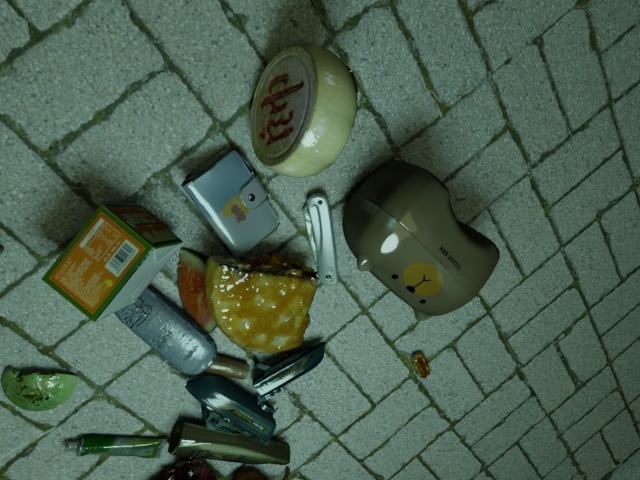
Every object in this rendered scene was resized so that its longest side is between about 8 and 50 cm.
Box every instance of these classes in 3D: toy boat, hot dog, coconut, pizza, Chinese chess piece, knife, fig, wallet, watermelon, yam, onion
[{"bbox_3d":[-0.090,0.352,1.211,0.245,0.093,0.103,-28,84,-14],"label":"toy boat"},{"bbox_3d":[0.329,0.411,1.410,0.049,0.037,0.122,-36,123,-17],"label":"hot dog"},{"bbox_3d":[-0.676,0.363,1.029,0.157,0.055,0.133,-1,108,-18],"label":"coconut"},{"bbox_3d":[-0.136,0.148,1.079,0.278,0.114,0.409,-46,135,-5],"label":"pizza"},{"bbox_3d":[-0.042,-0.268,0.900,0.112,0.270,0.270,6,108,-38],"label":"Chinese chess piece"},{"bbox_3d":[0.003,0.000,1.143,0.073,0.041,0.266,-12,113,-3],"label":"knife"},{"bbox_3d":[-0.179,0.776,1.319,0.200,0.134,0.146,4,117,-29],"label":"fig"},{"bbox_3d":[-0.206,-0.089,1.020,0.170,0.069,0.231,-41,122,-21],"label":"wallet"},{"bbox_3d":[-0.252,0.460,1.178,0.296,0.114,0.122,41,84,-27],"label":"toy boat"},{"bbox_3d":[-0.298,0.137,1.081,0.118,0.063,0.246,-2,111,-4],"label":"watermelon"},{"bbox_3d":[-0.302,0.324,1.148,0.241,0.057,0.057,24,100,-25],"label":"yam"},{"bbox_3d":[-0.395,0.765,1.191,0.280,0.221,0.282,0,85,-3],"label":"onion"}]

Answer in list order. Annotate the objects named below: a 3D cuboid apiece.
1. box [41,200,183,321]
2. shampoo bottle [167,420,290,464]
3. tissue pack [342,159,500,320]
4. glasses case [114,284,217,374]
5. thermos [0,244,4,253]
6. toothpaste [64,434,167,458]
[{"bbox_3d":[-0.431,0.036,0.907,0.148,0.177,0.195,39,94,-2],"label":"box"},{"bbox_3d":[-0.249,0.592,1.234,0.349,0.084,0.125,23,138,-26],"label":"shampoo bottle"},{"bbox_3d":[0.240,0.010,1.100,0.277,0.267,0.387,-46,118,4],"label":"tissue pack"},{"bbox_3d":[-0.377,0.217,1.053,0.109,0.067,0.282,-45,102,-3],"label":"glasses case"},{"bbox_3d":[-0.786,-0.015,0.815,0.176,0.146,0.265,-36,111,25],"label":"thermos"},{"bbox_3d":[-0.548,0.557,1.152,0.247,0.047,0.078,15,108,-26],"label":"toothpaste"}]
